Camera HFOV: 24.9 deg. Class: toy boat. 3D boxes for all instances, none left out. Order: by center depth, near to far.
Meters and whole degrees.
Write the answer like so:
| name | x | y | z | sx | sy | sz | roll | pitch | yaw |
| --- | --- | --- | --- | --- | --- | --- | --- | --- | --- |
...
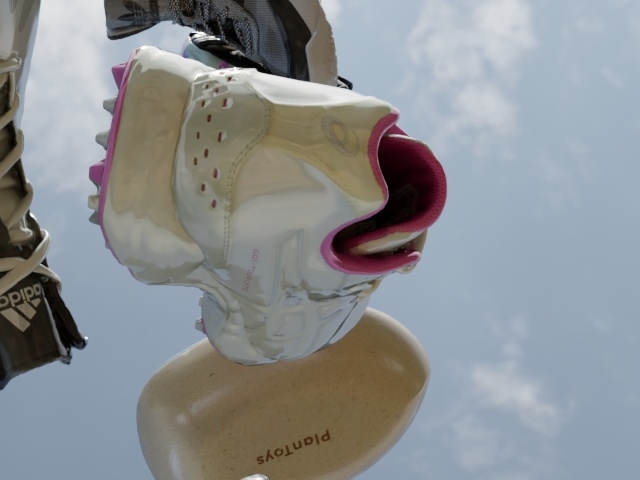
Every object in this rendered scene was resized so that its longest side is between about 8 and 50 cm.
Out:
| name | x | y | z | sx | sy | sz | roll | pitch | yaw |
| --- | --- | --- | --- | --- | --- | --- | --- | --- | --- |
| toy boat | -0.041 | 0.082 | 1.266 | 0.268 | 0.148 | 0.318 | -14 | -59 | -12 |

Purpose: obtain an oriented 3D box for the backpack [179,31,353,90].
| name | x | y | z | sx | sy | sz | roll | pitch | yaw |
| --- | --- | --- | --- | --- | --- | --- | --- | --- | --- |
| backpack | -0.056 | -0.125 | 1.359 | 0.182 | 0.152 | 0.115 | 22 | -85 | -8 |

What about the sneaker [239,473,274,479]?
| name | x | y | z | sx | sy | sz | roll | pitch | yaw |
| --- | --- | --- | --- | --- | --- | --- | --- | --- | --- |
| sneaker | -0.091 | 0.236 | 0.996 | 0.182 | 0.315 | 0.127 | -36 | -100 | 0 |

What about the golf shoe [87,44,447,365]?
| name | x | y | z | sx | sy | sz | roll | pitch | yaw |
| --- | --- | --- | --- | --- | --- | --- | --- | --- | --- |
| golf shoe | 0.000 | 0.000 | 0.713 | 0.140 | 0.306 | 0.115 | 2 | -103 | 16 |

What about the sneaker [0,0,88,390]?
| name | x | y | z | sx | sy | sz | roll | pitch | yaw |
| --- | --- | --- | --- | --- | --- | --- | --- | --- | --- |
| sneaker | -0.236 | -0.047 | 1.072 | 0.169 | 0.447 | 0.257 | -26 | -112 | -32 |

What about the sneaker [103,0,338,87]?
| name | x | y | z | sx | sy | sz | roll | pitch | yaw |
| --- | --- | --- | --- | --- | --- | --- | --- | --- | --- |
| sneaker | -0.100 | -0.194 | 1.222 | 0.153 | 0.101 | 0.268 | -23 | -125 | -18 |
